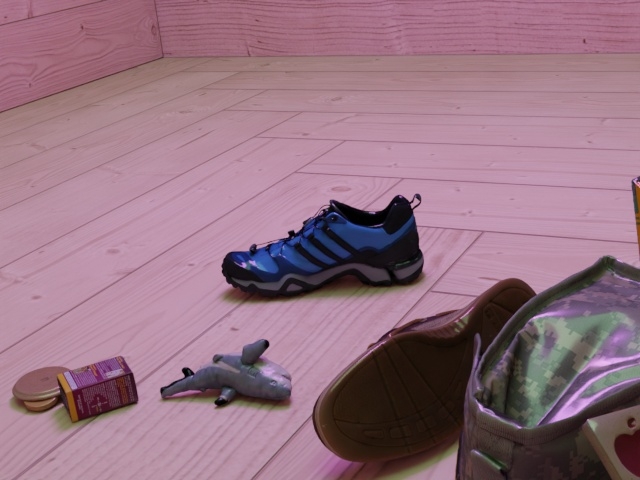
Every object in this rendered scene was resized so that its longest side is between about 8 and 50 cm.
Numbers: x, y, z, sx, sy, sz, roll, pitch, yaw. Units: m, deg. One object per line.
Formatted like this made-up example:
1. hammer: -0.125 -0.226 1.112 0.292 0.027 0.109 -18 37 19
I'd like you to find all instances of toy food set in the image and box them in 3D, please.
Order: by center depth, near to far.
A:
1. toy food set: -0.343 0.183 1.224 0.083 0.020 0.083 13 27 42

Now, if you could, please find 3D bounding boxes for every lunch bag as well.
1. lunch bag: 0.200 0.176 0.781 0.169 0.235 0.287 20 32 40

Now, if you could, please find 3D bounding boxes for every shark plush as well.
1. shark plush: -0.114 0.166 1.165 0.161 0.073 0.067 -1 51 0

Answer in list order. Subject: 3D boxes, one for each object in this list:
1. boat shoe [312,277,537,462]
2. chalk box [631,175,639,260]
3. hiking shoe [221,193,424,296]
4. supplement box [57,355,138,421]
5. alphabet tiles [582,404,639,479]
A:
1. boat shoe: 0.112 0.148 1.094 0.342 0.123 0.123 -29 0 -37
2. chalk box: 0.477 0.030 0.970 0.289 0.179 0.180 22 -33 -30
3. hiking shoe: 0.000 0.000 1.456 0.304 0.132 0.113 -7 20 -1
4. supplement box: -0.270 0.179 1.181 0.083 0.043 0.055 -15 22 -21
5. alphabet tiles: 0.307 0.239 0.584 0.285 0.011 0.342 -8 56 -30
